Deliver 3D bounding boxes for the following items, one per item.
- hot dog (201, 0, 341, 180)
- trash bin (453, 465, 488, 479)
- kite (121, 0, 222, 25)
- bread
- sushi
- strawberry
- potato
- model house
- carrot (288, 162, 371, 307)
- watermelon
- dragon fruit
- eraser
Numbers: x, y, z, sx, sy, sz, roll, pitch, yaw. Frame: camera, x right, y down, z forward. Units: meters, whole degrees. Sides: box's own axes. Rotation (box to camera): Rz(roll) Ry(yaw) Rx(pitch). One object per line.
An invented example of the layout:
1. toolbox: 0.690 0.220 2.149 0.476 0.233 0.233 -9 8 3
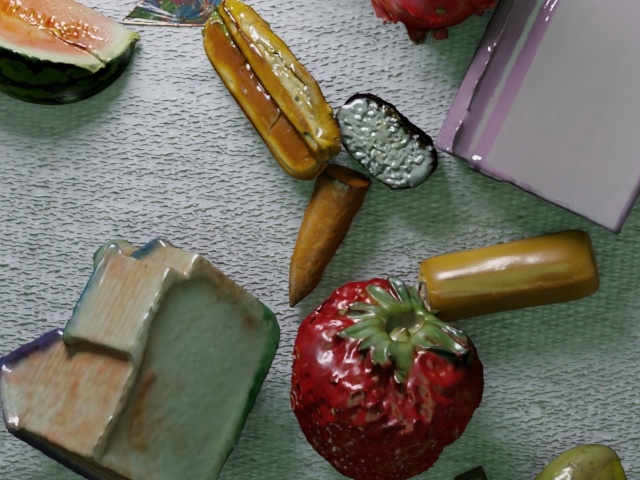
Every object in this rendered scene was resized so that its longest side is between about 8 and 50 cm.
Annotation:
1. hot dog: -0.063 -0.204 1.921 0.269 0.072 0.115 58 143 9
2. trash bin: 0.217 0.359 1.975 0.043 0.061 0.092 -24 95 8
3. kite: -0.187 -0.348 1.975 0.159 0.010 0.190 44 98 1
4. bread: 0.246 0.051 1.935 0.239 0.074 0.092 -11 99 8
5. sushi: 0.085 -0.130 1.932 0.150 0.078 0.090 38 105 1
6. strawberry: 0.073 0.203 1.897 0.257 0.257 0.277 15 127 5
7. potato: 0.320 0.407 1.919 0.176 0.141 0.298 14 103 -37
8. model house: -0.257 0.160 1.928 0.280 0.245 0.312 10 70 46
9. carrot: 0.000 0.000 1.962 0.072 0.072 0.205 22 103 4
10. watermelon: -0.414 -0.271 1.949 0.303 0.128 0.159 27 98 3
11. dragon fruit: 0.139 -0.358 1.840 0.205 0.210 0.268 35 140 23
12. eraser: 0.339 -0.225 1.874 0.272 0.122 0.359 24 99 2
